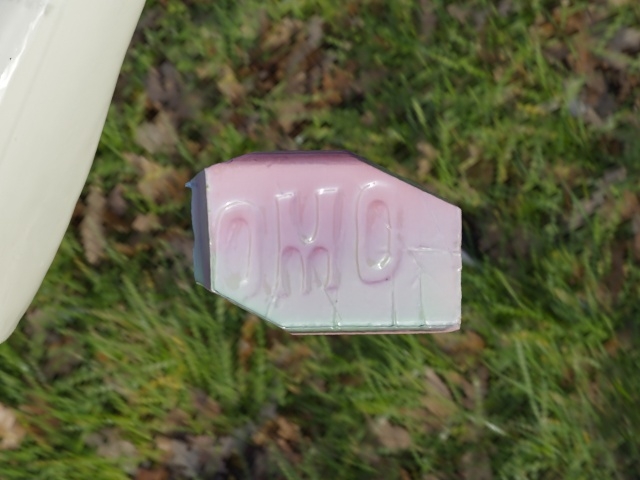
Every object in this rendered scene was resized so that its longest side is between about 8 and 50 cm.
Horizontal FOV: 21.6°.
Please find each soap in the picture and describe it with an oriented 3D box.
[{"bbox_3d":[0.000,0.000,0.912,0.149,0.056,0.100,0,92,-3],"label":"soap"}]

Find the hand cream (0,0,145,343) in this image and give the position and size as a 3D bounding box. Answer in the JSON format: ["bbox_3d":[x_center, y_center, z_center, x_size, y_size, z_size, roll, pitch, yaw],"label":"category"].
[{"bbox_3d":[-0.071,-0.106,0.407,0.121,0.076,0.336,27,102,33],"label":"hand cream"}]
